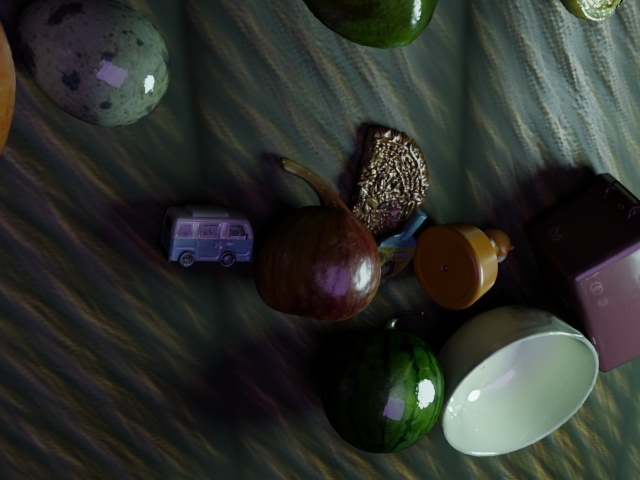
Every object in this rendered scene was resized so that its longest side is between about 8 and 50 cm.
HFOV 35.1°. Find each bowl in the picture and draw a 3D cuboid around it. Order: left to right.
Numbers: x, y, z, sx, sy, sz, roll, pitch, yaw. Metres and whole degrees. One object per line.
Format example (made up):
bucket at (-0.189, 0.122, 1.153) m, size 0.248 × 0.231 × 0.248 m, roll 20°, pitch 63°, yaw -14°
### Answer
bowl at (0.295, 0.208, 1.640) m, size 0.277 × 0.145 × 0.277 m, roll -12°, pitch 129°, yaw -16°

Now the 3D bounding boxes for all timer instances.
timer at (0.237, 0.021, 1.548) m, size 0.152 × 0.132 × 0.132 m, roll -21°, pitch 127°, yaw -40°

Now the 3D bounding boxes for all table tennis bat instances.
table tennis bat at (0.107, 0.015, 1.502) m, size 0.100 × 0.019 × 0.155 m, roll 6°, pitch 131°, yaw -44°

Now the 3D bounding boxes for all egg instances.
egg at (-0.258, -0.207, 1.145) m, size 0.182 × 0.141 × 0.141 m, roll 29°, pitch 102°, yaw -18°

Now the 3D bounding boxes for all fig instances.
fig at (0.006, 0.005, 1.394) m, size 0.175 × 0.175 × 0.207 m, roll 12°, pitch 92°, yaw -31°
fig at (0.028, -0.337, 1.223) m, size 0.235 × 0.203 × 0.203 m, roll 8°, pitch 119°, yaw 10°

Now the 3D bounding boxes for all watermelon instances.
watermelon at (0.094, 0.213, 1.534) m, size 0.188 × 0.188 × 0.214 m, roll 4°, pitch 85°, yaw -28°

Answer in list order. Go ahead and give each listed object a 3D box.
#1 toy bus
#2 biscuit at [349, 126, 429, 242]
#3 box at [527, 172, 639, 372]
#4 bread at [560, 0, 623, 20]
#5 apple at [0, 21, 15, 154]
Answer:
toy bus at (-0.150, -0.009, 1.360) m, size 0.123 × 0.060 × 0.075 m, roll 1°, pitch 113°, yaw -24°
biscuit at (0.101, -0.068, 1.472) m, size 0.126 × 0.025 × 0.206 m, roll -3°, pitch 119°, yaw -25°
box at (0.463, 0.062, 1.628) m, size 0.167 × 0.193 × 0.294 m, roll -30°, pitch 127°, yaw -2°
bread at (0.371, -0.374, 1.404) m, size 0.117 × 0.064 × 0.156 m, roll -53°, pitch 133°, yaw -8°
apple at (-0.440, -0.162, 1.039) m, size 0.251 × 0.206 × 0.272 m, roll 11°, pitch 113°, yaw -27°
